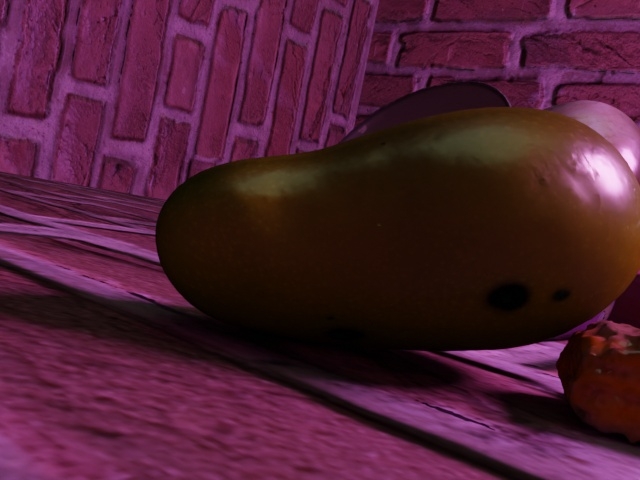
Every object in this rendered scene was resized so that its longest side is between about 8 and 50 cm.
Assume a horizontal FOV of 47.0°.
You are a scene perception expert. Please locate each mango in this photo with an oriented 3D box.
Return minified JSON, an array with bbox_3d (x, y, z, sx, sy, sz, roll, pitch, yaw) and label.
[{"bbox_3d":[0.051,-0.001,0.446,0.293,0.143,0.175,-4,-20,-9],"label":"mango"}]

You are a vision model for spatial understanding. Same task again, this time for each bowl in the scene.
[{"bbox_3d":[0.151,-0.062,1.066,0.337,0.337,0.157,14,-29,52],"label":"bowl"}]

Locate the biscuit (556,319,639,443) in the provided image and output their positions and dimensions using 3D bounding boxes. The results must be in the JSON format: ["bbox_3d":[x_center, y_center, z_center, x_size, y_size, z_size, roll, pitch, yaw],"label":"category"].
[{"bbox_3d":[0.315,0.103,0.364,0.378,0.054,0.094,12,1,11],"label":"biscuit"}]

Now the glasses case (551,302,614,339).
[{"bbox_3d":[0.258,0.040,0.779,0.075,0.123,0.316,13,4,34],"label":"glasses case"}]

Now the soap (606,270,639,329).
[{"bbox_3d":[0.537,0.098,1.023,0.162,0.099,0.250,10,2,-36],"label":"soap"}]

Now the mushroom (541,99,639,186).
[{"bbox_3d":[0.377,-0.048,1.173,0.260,0.352,0.352,32,4,4],"label":"mushroom"}]
